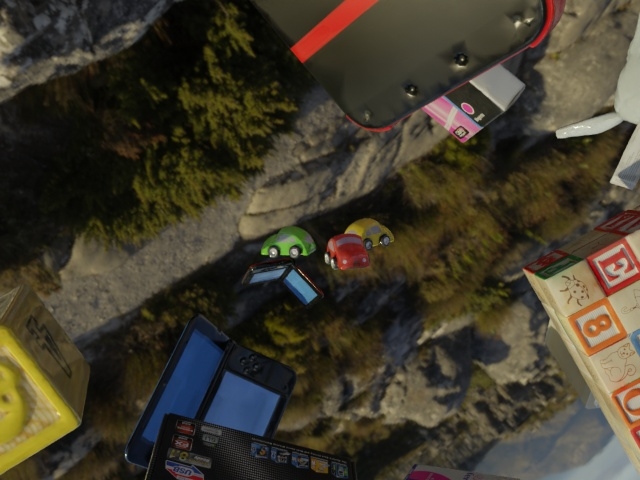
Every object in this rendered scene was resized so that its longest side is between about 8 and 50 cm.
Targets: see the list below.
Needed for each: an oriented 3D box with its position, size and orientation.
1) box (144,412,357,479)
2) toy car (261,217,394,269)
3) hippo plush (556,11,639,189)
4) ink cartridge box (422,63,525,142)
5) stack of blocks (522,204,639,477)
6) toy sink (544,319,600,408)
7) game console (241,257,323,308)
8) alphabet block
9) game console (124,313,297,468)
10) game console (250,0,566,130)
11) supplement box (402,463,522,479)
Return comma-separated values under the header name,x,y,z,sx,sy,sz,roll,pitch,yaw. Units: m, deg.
name,x,y,z,sx,sy,sz,roll,pitch,yaw
box,-0.083,0.331,0.769,0.270,0.216,0.060,18,113,-9
toy car,0.000,0.000,1.118,0.239,0.225,0.053,-32,120,-68
hippo plush,0.474,-0.189,0.699,0.237,0.234,0.294,-9,134,-24
ink cartridge box,0.135,-0.314,1.012,0.069,0.371,0.176,-49,-179,-10
stack of blocks,0.360,0.119,0.640,0.171,0.297,0.087,-29,-177,5
toy sink,0.543,0.219,1.170,0.153,0.234,0.131,-7,126,-8
game console,-0.076,0.091,1.211,0.124,0.085,0.144,-10,166,-17
alphabet block,-0.485,0.211,0.962,0.193,0.197,0.193,-32,109,-5
game console,-0.196,0.331,1.235,0.173,0.250,0.293,124,-10,-69
game console,0.087,-0.336,0.853,0.387,0.342,0.060,-23,-157,51
supplement box,0.235,0.463,1.063,0.220,0.113,0.111,-10,-162,45
